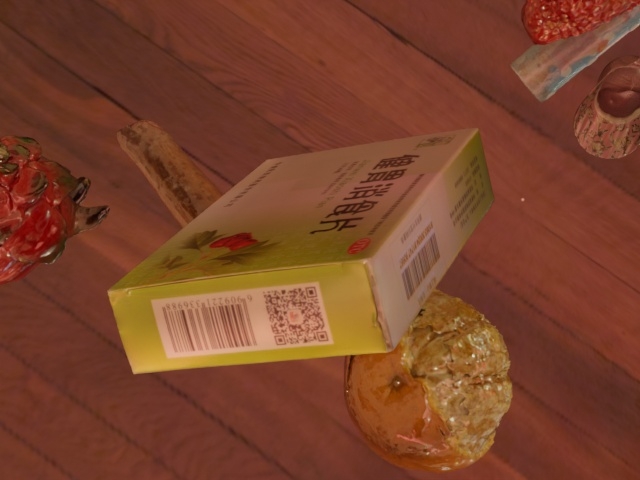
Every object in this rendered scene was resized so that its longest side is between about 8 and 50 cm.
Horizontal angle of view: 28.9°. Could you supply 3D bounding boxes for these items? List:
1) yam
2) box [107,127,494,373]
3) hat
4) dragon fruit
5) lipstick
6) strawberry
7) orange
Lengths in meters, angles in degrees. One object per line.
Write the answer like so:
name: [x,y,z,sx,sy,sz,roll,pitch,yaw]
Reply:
yam: [-0.086,-0.011,1.029,0.046,0.046,0.264,-45,64,8]
box: [-0.001,0.000,0.828,0.175,0.260,0.062,-7,108,24]
hat: [0.239,-0.110,1.012,0.058,0.042,0.087,22,103,0]
dragon fruit: [-0.242,-0.026,0.911,0.121,0.142,0.130,-36,71,13]
lipstick: [0.242,-0.188,1.095,0.158,0.048,0.048,-39,86,11]
strawberry: [0.216,-0.234,0.999,0.148,0.131,0.131,-31,87,20]
orange: [0.094,0.117,1.052,0.156,0.134,0.157,0,90,26]
